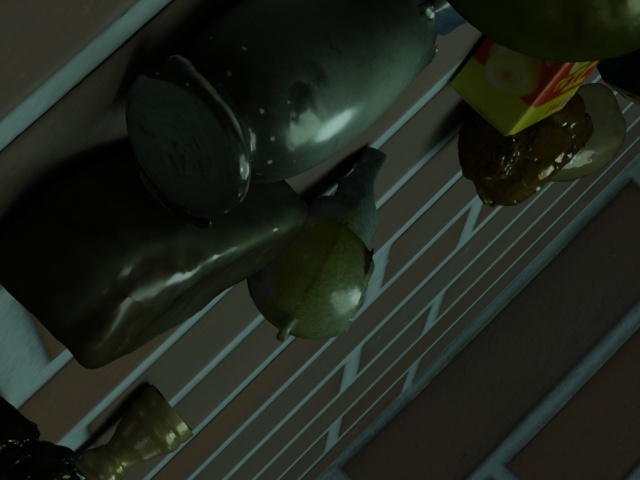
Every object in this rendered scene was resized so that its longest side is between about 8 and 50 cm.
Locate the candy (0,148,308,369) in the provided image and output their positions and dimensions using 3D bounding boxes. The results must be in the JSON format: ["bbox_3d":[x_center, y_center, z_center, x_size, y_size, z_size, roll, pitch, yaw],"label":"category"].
[{"bbox_3d":[-0.105,-0.001,1.128,0.102,0.104,0.234,-53,167,26],"label":"candy"}]

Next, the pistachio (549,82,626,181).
[{"bbox_3d":[0.314,-0.132,2.236,0.185,0.108,0.126,-32,140,-30],"label":"pistachio"}]

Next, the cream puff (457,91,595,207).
[{"bbox_3d":[0.213,-0.116,1.872,0.150,0.115,0.165,-39,-170,36],"label":"cream puff"}]

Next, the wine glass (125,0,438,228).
[{"bbox_3d":[-0.020,-0.100,1.081,0.204,0.111,0.111,-36,165,-36],"label":"wine glass"}]

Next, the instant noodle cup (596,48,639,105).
[{"bbox_3d":[0.406,-0.263,1.857,0.240,0.240,0.178,-54,176,33],"label":"instant noodle cup"}]

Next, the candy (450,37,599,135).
[{"bbox_3d":[0.256,-0.236,1.693,0.276,0.088,0.146,-54,168,31],"label":"candy"}]

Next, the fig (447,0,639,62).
[{"bbox_3d":[0.166,-0.216,1.133,0.207,0.207,0.230,-48,168,8],"label":"fig"}]

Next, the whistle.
[{"bbox_3d":[0.000,0.000,1.595,0.123,0.123,0.223,116,-1,-56],"label":"whistle"}]

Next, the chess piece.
[{"bbox_3d":[-0.185,0.198,1.651,0.122,0.066,0.066,-40,168,-7],"label":"chess piece"}]

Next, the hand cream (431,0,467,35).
[{"bbox_3d":[0.182,-0.264,1.423,0.271,0.058,0.091,-45,167,17],"label":"hand cream"}]

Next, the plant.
[{"bbox_3d":[-0.217,0.151,1.145,0.092,0.143,0.094,-47,173,7],"label":"plant"}]
